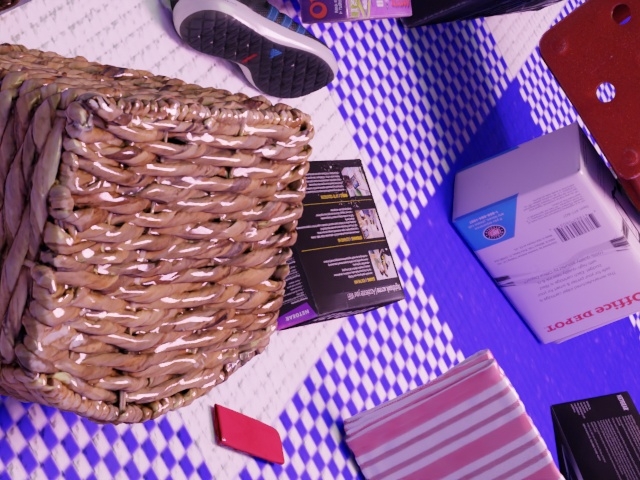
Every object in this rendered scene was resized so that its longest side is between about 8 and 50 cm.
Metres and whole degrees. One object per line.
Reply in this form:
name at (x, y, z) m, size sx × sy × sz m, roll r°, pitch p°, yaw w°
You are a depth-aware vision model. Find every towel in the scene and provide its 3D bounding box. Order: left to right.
towel at (0.124, 0.199, 1.600) m, size 0.197 × 0.144 × 0.029 m, roll 59°, pitch 10°, yaw -19°

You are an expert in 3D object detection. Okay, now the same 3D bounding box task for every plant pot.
plant pot at (0.376, -0.172, 1.970) m, size 0.235 × 0.267 × 0.267 m, roll 8°, pitch 49°, yaw -61°

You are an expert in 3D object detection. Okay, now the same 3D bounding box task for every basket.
basket at (-0.176, -0.009, 1.226) m, size 0.299 × 0.223 × 0.213 m, roll -4°, pitch 107°, yaw -64°

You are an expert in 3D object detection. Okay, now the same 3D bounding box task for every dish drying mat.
dish drying mat at (-0.054, 0.147, 1.441) m, size 0.083 × 0.008 × 0.032 m, roll 28°, pitch 46°, yaw -52°

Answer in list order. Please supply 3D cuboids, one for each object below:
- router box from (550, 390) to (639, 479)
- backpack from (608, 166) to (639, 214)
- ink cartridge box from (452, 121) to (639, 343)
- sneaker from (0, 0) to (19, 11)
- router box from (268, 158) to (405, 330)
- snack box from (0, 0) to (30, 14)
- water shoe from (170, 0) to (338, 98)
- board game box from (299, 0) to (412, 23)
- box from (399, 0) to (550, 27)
router box at (0.283, 0.310, 1.701) m, size 0.309 × 0.081 × 0.243 m, roll -101°, pitch -179°, yaw -68°
backpack at (0.350, -0.013, 2.237) m, size 0.152 × 0.115 × 0.182 m, roll 57°, pitch 26°, yaw 3°
ink cartridge box at (0.250, -0.004, 1.991) m, size 0.203 × 0.148 × 0.086 m, roll 52°, pitch 28°, yaw -34°
sneaker at (-0.265, -0.199, 1.224) m, size 0.192 × 0.064 × 0.086 m, roll 2°, pitch 74°, yaw -59°
router box at (0.000, 0.000, 1.616) m, size 0.179 × 0.046 × 0.133 m, roll -6°, pitch 77°, yaw -63°
snack box at (-0.168, -0.219, 1.344) m, size 0.037 × 0.141 × 0.100 m, roll 57°, pitch 28°, yaw -25°
water shoe at (-0.052, -0.186, 1.628) m, size 0.203 × 0.073 × 0.080 m, roll 27°, pitch 45°, yaw -55°
board game box at (0.029, -0.305, 1.766) m, size 0.347 × 0.056 × 0.208 m, roll -29°, pitch 110°, yaw -77°
box at (0.326, -0.457, 2.106) m, size 0.472 × 0.480 × 0.297 m, roll -24°, pitch 93°, yaw -64°
